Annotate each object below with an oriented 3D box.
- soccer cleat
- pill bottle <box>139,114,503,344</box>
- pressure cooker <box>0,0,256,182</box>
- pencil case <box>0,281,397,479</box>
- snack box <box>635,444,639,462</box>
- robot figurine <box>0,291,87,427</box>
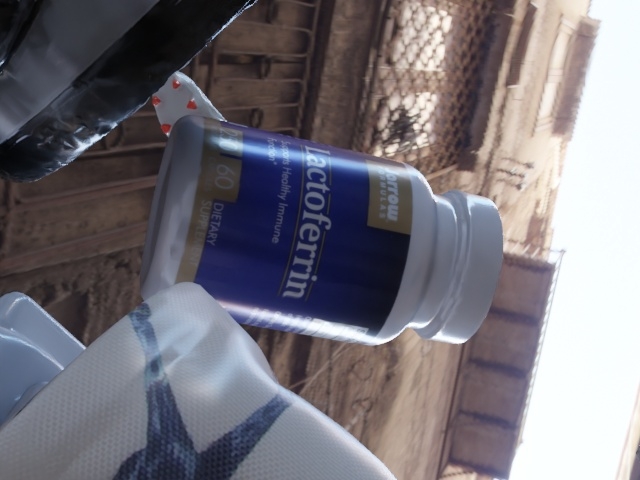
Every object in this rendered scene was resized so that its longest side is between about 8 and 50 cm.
[{"bbox_3d":[-0.132,-0.123,1.162,0.068,0.076,0.196,-34,-84,26],"label":"soccer cleat"},{"bbox_3d":[0.000,0.000,0.763,0.264,0.153,0.153,11,-75,-14],"label":"pill bottle"},{"bbox_3d":[-0.236,-0.290,0.608,0.370,0.375,0.420,-48,-67,-7],"label":"pressure cooker"},{"bbox_3d":[0.035,0.184,0.354,0.410,0.183,0.160,38,-104,6],"label":"pencil case"},{"bbox_3d":[0.420,0.304,1.071,0.064,0.178,0.022,-3,-46,-11],"label":"snack box"},{"bbox_3d":[-0.332,0.208,0.825,0.300,0.353,0.200,-29,-64,36],"label":"robot figurine"}]
